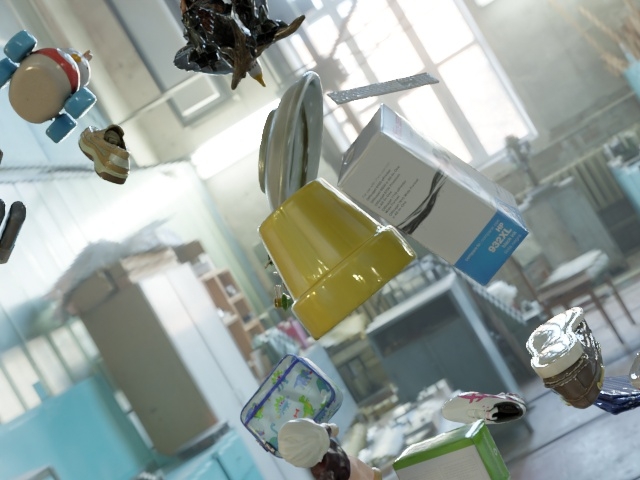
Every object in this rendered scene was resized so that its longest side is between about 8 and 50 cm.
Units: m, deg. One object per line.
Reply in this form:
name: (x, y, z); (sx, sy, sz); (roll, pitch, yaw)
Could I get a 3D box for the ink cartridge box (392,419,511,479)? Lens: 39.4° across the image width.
ink cartridge box: (0.287, 0.514, 1.778); (0.188, 0.255, 0.097); (-27, -1, 29)

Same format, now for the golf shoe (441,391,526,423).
golf shoe: (0.358, 0.370, 1.966); (0.186, 0.067, 0.086); (-8, 0, 10)

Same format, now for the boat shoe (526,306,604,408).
boat shoe: (0.430, 0.198, 1.544); (0.116, 0.097, 0.324); (-37, -1, 16)

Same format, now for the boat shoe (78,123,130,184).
boat shoe: (-0.346, -0.158, 1.473); (0.068, 0.190, 0.072); (14, -71, -37)

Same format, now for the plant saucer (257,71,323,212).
plant saucer: (-0.079, -0.212, 2.171); (0.100, 0.400, 0.400); (8, 6, 8)

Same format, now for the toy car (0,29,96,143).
toy car: (-0.606, -0.396, 2.097); (0.210, 0.219, 0.238); (-36, 14, 43)

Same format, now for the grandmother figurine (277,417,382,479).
grandmother figurine: (0.026, 0.438, 1.710); (0.104, 0.208, 0.342); (-37, -46, 4)

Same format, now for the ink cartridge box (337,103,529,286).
ink cartridge box: (0.195, -0.087, 1.578); (0.129, 0.307, 0.223); (-53, 9, 20)

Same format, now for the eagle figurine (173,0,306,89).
eagle figurine: (-0.175, -0.399, 1.779); (0.226, 0.225, 0.298); (-8, 29, -16)

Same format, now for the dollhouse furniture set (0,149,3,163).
dollhouse furniture set: (-0.709, -0.194, 1.720); (0.286, 0.303, 0.198); (-13, -43, -42)

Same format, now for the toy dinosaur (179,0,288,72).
toy dinosaur: (-0.170, -0.406, 1.456); (0.164, 0.218, 0.322); (-26, -5, 8)

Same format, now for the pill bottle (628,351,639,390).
pill bottle: (0.565, 0.226, 1.374); (0.087, 0.160, 0.087); (-57, -1, -2)

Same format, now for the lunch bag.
lunch bag: (-0.072, 0.386, 2.081); (0.219, 0.176, 0.090); (-50, -27, 2)

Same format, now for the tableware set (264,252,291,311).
tableware set: (-0.089, 0.070, 1.870); (0.024, 0.154, 0.104); (-5, 2, -23)

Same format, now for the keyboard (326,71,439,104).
keyboard: (0.143, -0.349, 2.050); (0.256, 0.014, 0.072); (-15, 26, -15)

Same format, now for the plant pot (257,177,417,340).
plant pot: (0.015, 0.021, 1.704); (0.254, 0.239, 0.254); (-39, -4, -3)

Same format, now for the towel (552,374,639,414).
towel: (0.680, 0.311, 1.854); (0.336, 0.040, 0.243); (-2, -1, -16)

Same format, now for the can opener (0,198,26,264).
can opener: (-0.616, 0.006, 1.706); (0.074, 0.093, 0.280); (7, -28, -26)
